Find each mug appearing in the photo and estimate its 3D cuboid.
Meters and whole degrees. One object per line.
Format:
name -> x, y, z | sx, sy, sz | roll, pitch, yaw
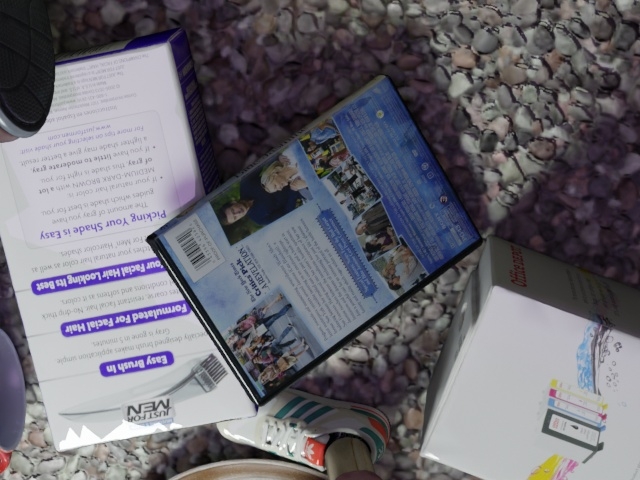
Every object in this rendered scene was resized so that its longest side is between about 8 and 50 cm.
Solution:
mug -> -0.364, 0.163, 1.585 | 0.169, 0.113, 0.150 | -8, 102, 10

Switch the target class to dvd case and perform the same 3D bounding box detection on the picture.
dvd case -> 0.000, 0.000, 1.495 | 0.253, 0.022, 0.180 | -36, 109, -13

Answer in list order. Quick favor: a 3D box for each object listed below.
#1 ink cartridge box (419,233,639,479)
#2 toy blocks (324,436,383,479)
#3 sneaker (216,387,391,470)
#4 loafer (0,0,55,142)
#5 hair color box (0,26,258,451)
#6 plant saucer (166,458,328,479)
ink cartridge box -> 0.221, 0.126, 1.496 | 0.233, 0.171, 0.168 | 21, 105, -1
toy blocks -> 0.050, 0.388, 1.472 | 0.289, 0.260, 0.309 | 35, 102, -16
sneaker -> -0.017, 0.173, 1.576 | 0.161, 0.075, 0.057 | 8, 105, 2
loafer -> -0.290, -0.203, 1.438 | 0.095, 0.109, 0.302 | -22, 62, 22
hair color box -> -0.175, -0.001, 1.529 | 0.185, 0.110, 0.338 | -11, 102, 6
plant saucer -> -0.057, 0.342, 1.637 | 0.311, 0.050, 0.310 | 1, 105, 5
